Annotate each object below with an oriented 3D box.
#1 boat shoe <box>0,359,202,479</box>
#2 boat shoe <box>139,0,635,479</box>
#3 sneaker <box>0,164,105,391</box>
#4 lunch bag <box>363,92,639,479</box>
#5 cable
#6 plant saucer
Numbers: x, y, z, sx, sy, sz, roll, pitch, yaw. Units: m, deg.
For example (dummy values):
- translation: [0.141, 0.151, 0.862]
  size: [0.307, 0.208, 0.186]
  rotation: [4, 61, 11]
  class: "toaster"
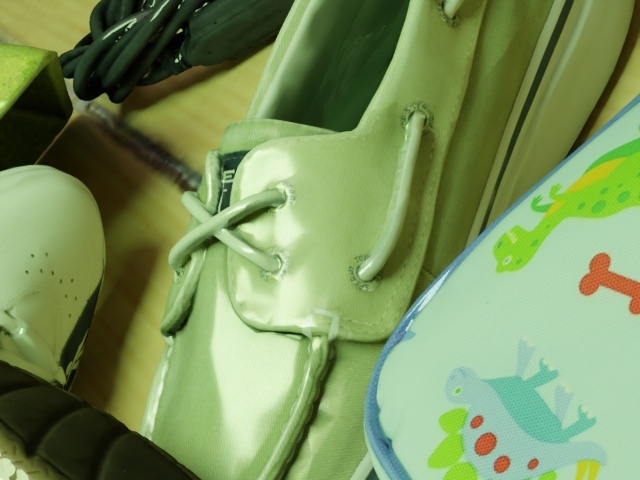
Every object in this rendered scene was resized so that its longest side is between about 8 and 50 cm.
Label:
- translation: [-0.048, 0.098, 0.434]
  size: [0.190, 0.068, 0.072]
  rotation: [35, 103, 21]
  class: "boat shoe"
- translation: [0.000, 0.000, 0.535]
  size: [0.109, 0.094, 0.302]
  rotation: [-7, 50, 48]
  class: "boat shoe"
- translation: [-0.104, 0.073, 0.594]
  size: [0.153, 0.094, 0.235]
  rotation: [-1, 46, 42]
  class: "sneaker"
- translation: [0.107, 0.048, 0.349]
  size: [0.176, 0.090, 0.219]
  rotation: [-43, 30, 6]
  class: "lunch bag"
- translation: [-0.052, -0.131, 0.800]
  size: [0.184, 0.047, 0.150]
  rotation: [-30, 35, 29]
  class: "cable"
- translation: [-0.184, -0.008, 0.746]
  size: [0.188, 0.045, 0.188]
  rotation: [-51, 3, -6]
  class: "plant saucer"
